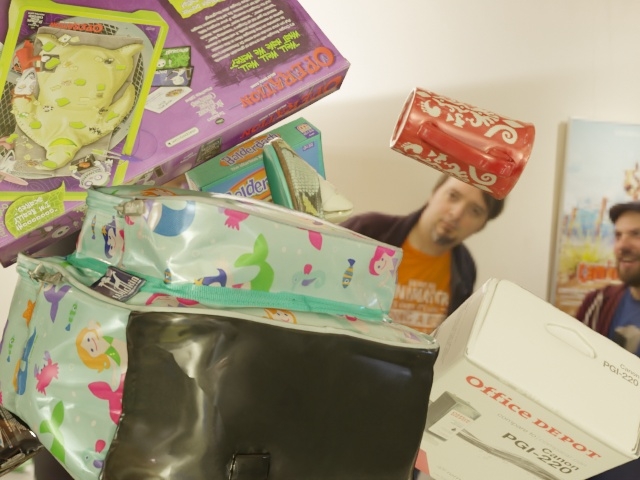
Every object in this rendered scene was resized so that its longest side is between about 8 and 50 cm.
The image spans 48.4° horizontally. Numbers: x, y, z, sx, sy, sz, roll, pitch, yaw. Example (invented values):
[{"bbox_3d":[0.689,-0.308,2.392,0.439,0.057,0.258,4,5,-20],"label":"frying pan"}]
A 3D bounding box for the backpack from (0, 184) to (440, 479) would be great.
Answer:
[{"bbox_3d":[-0.080,0.064,0.456,0.225,0.191,0.254,14,-11,-41],"label":"backpack"}]

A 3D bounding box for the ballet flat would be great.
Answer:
[{"bbox_3d":[0.000,0.000,0.694,0.079,0.221,0.077,-9,-20,-11],"label":"ballet flat"}]

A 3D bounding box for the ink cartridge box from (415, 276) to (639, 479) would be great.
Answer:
[{"bbox_3d":[0.158,0.149,0.639,0.159,0.092,0.218,31,-38,0],"label":"ink cartridge box"}]

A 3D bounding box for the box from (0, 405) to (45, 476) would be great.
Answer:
[{"bbox_3d":[-0.306,0.084,0.499,0.051,0.220,0.175,-33,-5,6],"label":"box"}]

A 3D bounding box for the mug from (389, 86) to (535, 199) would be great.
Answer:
[{"bbox_3d":[0.192,-0.141,0.959,0.169,0.113,0.150,21,-8,-4],"label":"mug"}]

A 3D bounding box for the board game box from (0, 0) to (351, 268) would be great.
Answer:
[{"bbox_3d":[-0.169,-0.149,0.621,0.347,0.208,0.056,-32,-16,-24],"label":"board game box"}]

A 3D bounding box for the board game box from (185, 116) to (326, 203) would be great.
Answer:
[{"bbox_3d":[-0.066,-0.028,0.877,0.160,0.210,0.047,-27,47,-20],"label":"board game box"}]
